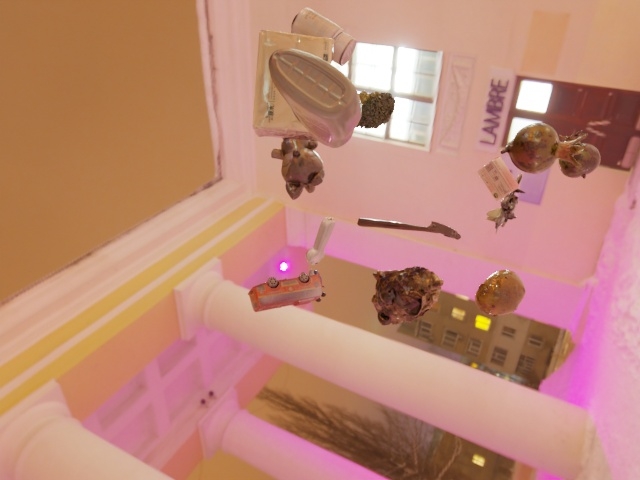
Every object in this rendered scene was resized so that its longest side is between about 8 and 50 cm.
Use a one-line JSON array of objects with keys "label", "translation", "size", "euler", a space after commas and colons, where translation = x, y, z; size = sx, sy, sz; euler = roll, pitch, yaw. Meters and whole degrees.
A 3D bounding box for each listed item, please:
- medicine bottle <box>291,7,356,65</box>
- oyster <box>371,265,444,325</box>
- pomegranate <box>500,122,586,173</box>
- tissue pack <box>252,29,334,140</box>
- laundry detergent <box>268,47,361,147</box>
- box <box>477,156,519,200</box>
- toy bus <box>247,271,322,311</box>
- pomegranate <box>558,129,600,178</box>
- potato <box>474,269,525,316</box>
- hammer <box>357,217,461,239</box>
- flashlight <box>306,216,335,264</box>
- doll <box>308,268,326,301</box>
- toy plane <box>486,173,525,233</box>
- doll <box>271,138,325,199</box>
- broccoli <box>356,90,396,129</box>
[{"label": "medicine bottle", "translation": [0.014, -0.856, 2.055], "size": [0.143, 0.258, 0.143], "euler": [-53, -8, -11]}, {"label": "oyster", "translation": [0.312, 0.217, 1.781], "size": [0.096, 0.360, 0.222], "euler": [-32, -77, -38]}, {"label": "pomegranate", "translation": [0.658, -0.259, 1.431], "size": [0.156, 0.220, 0.156], "euler": [-25, -47, -30]}, {"label": "tissue pack", "translation": [-0.107, -0.596, 1.914], "size": [0.207, 0.296, 0.381], "euler": [-134, 47, -86]}, {"label": "laundry detergent", "translation": [0.002, -0.362, 1.356], "size": [0.125, 0.263, 0.398], "euler": [-55, -11, -1]}, {"label": "box", "translation": [0.599, -0.208, 1.641], "size": [0.043, 0.125, 0.089], "euler": [-27, -7, -22]}, {"label": "toy bus", "translation": [-0.087, 0.133, 1.256], "size": [0.192, 0.077, 0.065], "euler": [-7, -19, -27]}, {"label": "pomegranate", "translation": [0.977, -0.320, 1.842], "size": [0.148, 0.148, 0.169], "euler": [44, -126, -64]}, {"label": "potato", "translation": [0.597, 0.173, 1.604], "size": [0.176, 0.137, 0.137], "euler": [-42, -30, -8]}, {"label": "hammer", "translation": [0.229, -0.036, 1.331], "size": [0.125, 0.297, 0.027], "euler": [23, -100, -50]}, {"label": "flashlight", "translation": [0.000, 0.000, 1.823], "size": [0.093, 0.047, 0.201], "euler": [-13, -49, -52]}, {"label": "doll", "translation": [-0.026, 0.208, 2.327], "size": [0.096, 0.070, 0.195], "euler": [-47, -44, -31]}, {"label": "toy plane", "translation": [0.747, -0.154, 1.908], "size": [0.262, 0.088, 0.192], "euler": [-51, -33, -10]}, {"label": "doll", "translation": [-0.074, -0.390, 2.603], "size": [0.378, 0.252, 0.383], "euler": [28, -137, -56]}, {"label": "broccoli", "translation": [0.217, -0.591, 2.151], "size": [0.219, 0.194, 0.194], "euler": [-34, -29, 0]}]
